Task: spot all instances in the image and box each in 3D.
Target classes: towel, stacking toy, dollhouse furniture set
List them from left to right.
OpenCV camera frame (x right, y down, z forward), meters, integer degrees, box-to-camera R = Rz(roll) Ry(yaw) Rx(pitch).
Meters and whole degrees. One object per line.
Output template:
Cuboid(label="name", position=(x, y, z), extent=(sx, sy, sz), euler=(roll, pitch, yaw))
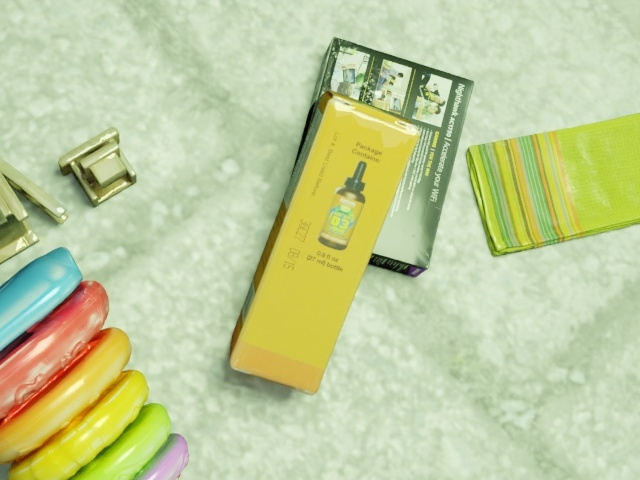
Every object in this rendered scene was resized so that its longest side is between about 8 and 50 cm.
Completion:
Cuboid(label="dollhouse furniture set", position=(-0.233, -0.069, 0.969), extent=(0.161, 0.182, 0.101), euler=(-32, 86, -13))
Cuboid(label="stacking toy", position=(-0.168, 0.167, 0.964), extent=(0.166, 0.175, 0.302), euler=(-40, 99, -11))
Cuboid(label="towel", position=(0.254, -0.059, 1.127), extent=(0.237, 0.021, 0.102), euler=(-13, 82, -11))

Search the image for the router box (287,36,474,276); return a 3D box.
Cuboid(label="router box", position=(0.048, -0.072, 1.084), extent=(0.133, 0.046, 0.179), euler=(17, 78, -6))

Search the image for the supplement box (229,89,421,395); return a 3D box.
Cuboid(label="supplement box", position=(0.000, 0.000, 1.003), extent=(0.078, 0.080, 0.233), euler=(20, 102, -8))
